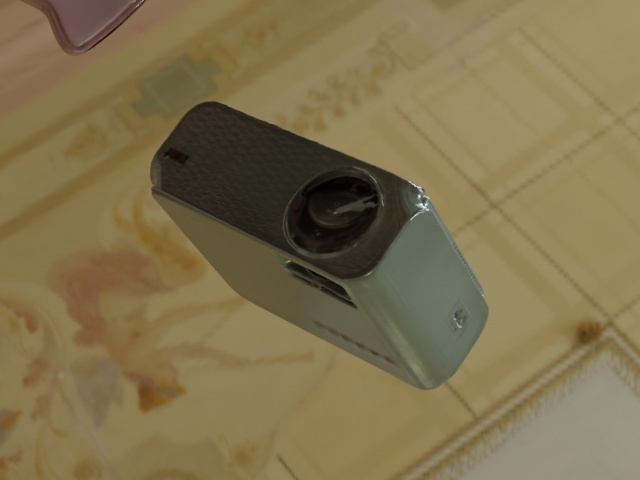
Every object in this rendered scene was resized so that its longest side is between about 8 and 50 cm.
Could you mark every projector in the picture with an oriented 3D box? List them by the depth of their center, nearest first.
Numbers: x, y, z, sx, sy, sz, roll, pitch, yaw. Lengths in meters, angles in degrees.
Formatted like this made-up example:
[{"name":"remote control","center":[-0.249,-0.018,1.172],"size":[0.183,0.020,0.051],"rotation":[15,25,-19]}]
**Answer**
[{"name":"projector","center":[0.000,0.000,1.283],"size":[0.250,0.198,0.108],"rotation":[26,-107,36]}]

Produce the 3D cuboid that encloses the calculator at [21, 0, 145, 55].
[{"name":"calculator","center":[-0.178,-0.306,1.178],"size":[0.220,0.048,0.329],"rotation":[31,-110,-8]}]
